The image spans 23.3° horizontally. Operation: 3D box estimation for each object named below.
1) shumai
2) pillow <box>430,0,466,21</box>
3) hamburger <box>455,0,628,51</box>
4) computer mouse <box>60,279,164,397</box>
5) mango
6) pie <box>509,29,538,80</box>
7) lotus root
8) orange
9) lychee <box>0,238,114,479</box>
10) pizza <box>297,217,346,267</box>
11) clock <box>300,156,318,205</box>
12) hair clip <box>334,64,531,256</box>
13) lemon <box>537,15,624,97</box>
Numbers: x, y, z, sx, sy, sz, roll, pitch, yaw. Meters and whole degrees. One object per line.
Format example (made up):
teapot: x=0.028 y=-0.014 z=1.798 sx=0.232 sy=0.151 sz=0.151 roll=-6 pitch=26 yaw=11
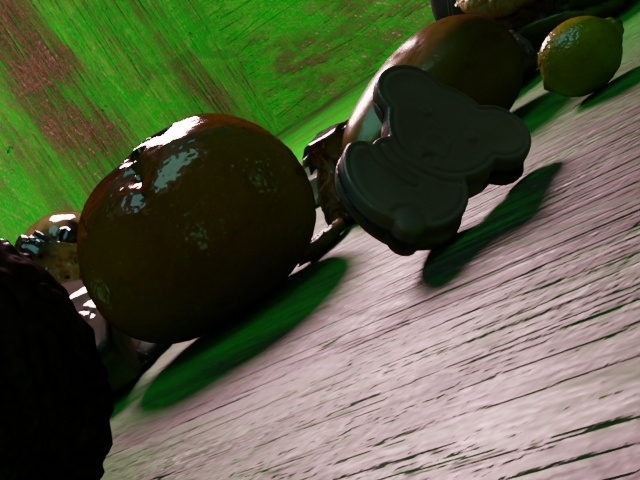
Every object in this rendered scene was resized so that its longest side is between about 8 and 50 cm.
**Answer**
shumai: x=0.027 y=-0.071 z=1.493 sx=0.099 sy=0.087 sz=0.124 roll=-36 pitch=5 yaw=-6
pillow: x=0.255 y=-0.320 z=1.950 sx=0.335 sy=0.161 sz=0.093 roll=-27 pitch=36 yaw=53
hamburger: x=0.266 y=-0.275 z=1.752 sx=0.206 sy=0.130 sz=0.183 roll=-9 pitch=20 yaw=29
computer mouse: x=-0.255 y=0.113 z=1.456 sx=0.199 sy=0.115 sz=0.389 roll=-37 pitch=5 yaw=3
mango: x=0.105 y=-0.131 z=1.425 sx=0.138 sy=0.113 sz=0.253 roll=-16 pitch=20 yaw=43
pie: x=0.139 y=-0.153 z=1.685 sx=0.218 sy=0.054 sz=0.204 roll=-29 pitch=8 yaw=43
lotus root: x=-0.303 y=0.059 z=1.822 sx=0.182 sy=0.183 sz=0.310 roll=-36 pitch=7 yaw=-17
orange: x=-0.116 y=-0.013 z=1.372 sx=0.224 sy=0.170 sz=0.224 roll=-33 pitch=13 yaw=9
lychee: x=-0.250 y=0.101 z=0.883 sx=0.260 sy=0.261 sz=0.260 roll=-34 pitch=6 yaw=4
pizza: x=0.000 y=0.000 z=1.421 sx=0.037 sy=0.016 sz=0.083 roll=-37 pitch=4 yaw=41
clock: x=0.040 y=-0.111 z=1.890 sx=0.236 sy=0.053 sz=0.236 roll=-33 pitch=7 yaw=5
hair clip: x=0.072 y=-0.054 z=1.074 sx=0.102 sy=0.123 sz=0.138 roll=-62 pitch=-8 yaw=17
lemon: x=0.212 y=-0.150 z=1.254 sx=0.083 sy=0.062 sz=0.062 roll=-42 pitch=6 yaw=-1
